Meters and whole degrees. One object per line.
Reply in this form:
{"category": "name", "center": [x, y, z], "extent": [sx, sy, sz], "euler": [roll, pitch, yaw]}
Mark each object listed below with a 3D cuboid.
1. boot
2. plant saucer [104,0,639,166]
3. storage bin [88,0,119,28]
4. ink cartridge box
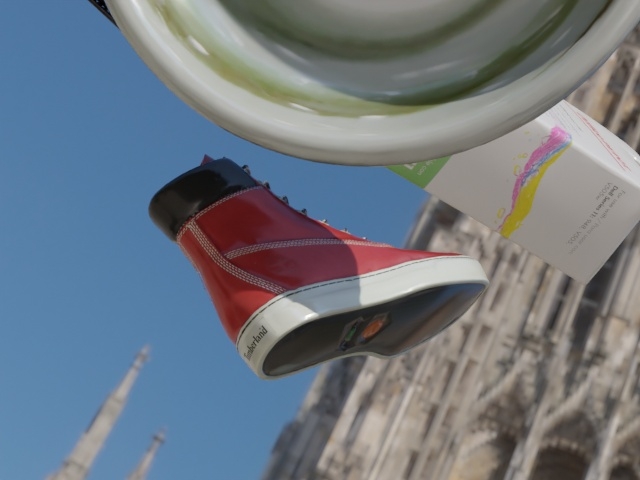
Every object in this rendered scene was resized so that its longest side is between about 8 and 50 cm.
{"category": "boot", "center": [0.000, 0.000, 1.058], "extent": [0.176, 0.244, 0.088], "euler": [52, -55, 27]}
{"category": "plant saucer", "center": [0.043, -0.244, 0.961], "extent": [0.400, 0.400, 0.100], "euler": [16, 2, 15]}
{"category": "storage bin", "center": [-0.193, -0.281, 1.354], "extent": [0.180, 0.084, 0.122], "euler": [44, -19, 23]}
{"category": "ink cartridge box", "center": [0.186, -0.088, 1.452], "extent": [0.353, 0.207, 0.119], "euler": [29, -71, -26]}
